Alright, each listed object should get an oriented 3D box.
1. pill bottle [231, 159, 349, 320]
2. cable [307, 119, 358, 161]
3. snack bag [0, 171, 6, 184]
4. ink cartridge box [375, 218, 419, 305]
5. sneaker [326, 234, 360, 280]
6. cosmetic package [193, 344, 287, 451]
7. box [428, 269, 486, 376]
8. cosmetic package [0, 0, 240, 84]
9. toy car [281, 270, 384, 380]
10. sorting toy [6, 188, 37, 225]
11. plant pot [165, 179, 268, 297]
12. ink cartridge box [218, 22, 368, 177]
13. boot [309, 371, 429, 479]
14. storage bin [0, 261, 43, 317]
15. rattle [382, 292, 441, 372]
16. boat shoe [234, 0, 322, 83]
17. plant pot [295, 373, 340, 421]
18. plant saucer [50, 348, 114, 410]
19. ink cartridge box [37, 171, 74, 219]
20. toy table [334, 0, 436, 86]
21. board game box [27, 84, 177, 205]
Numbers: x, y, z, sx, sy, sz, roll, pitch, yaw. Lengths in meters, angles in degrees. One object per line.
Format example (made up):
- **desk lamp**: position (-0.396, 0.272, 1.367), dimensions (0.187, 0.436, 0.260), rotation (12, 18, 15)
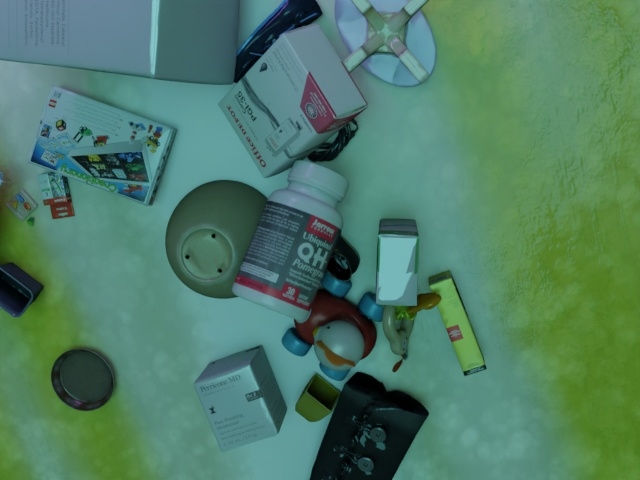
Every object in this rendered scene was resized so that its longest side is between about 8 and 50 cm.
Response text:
- **pill bottle**: position (-0.055, -0.002, 1.632), dimensions (0.176, 0.176, 0.319), rotation (21, 85, 2)
- **cable**: position (-0.014, -0.271, 1.733), dimensions (0.184, 0.047, 0.150), rotation (43, 111, 1)
- **snack bag**: position (-0.928, -0.062, 1.842), dimensions (0.342, 0.037, 0.323), rotation (21, 103, 20)
- **ink cartridge box**: position (0.170, 0.043, 1.684), dimensions (0.093, 0.212, 0.155), rotation (1, 101, 3)
- **sneaker**: position (0.000, 0.000, 1.743), dimensions (0.222, 0.118, 0.083), rotation (39, 103, -2)
- **cosmetic package**: position (-0.188, 0.376, 1.824), dimensions (0.151, 0.151, 0.184), rotation (-21, 98, 9)
- **box**: position (0.317, 0.191, 1.759), dimensions (0.058, 0.087, 0.232), rotation (-20, 99, 11)
- **cosmetic package**: position (-0.409, -0.505, 1.549), dimensions (0.393, 0.329, 0.328), rotation (10, 102, 19)
- **toy car**: position (0.026, 0.216, 1.722), dimensions (0.210, 0.238, 0.219), rotation (33, 103, 0)
- **sorting toy**: position (-0.729, -0.077, 1.872), dimensions (0.062, 0.012, 0.083), rotation (-41, 94, 12)
- **plant pot**: position (-0.237, 0.014, 1.739), dimensions (0.284, 0.191, 0.284), rotation (1, 102, 7)
- **ink cartridge box**: position (-0.064, -0.288, 1.613), dimensions (0.283, 0.117, 0.207), rotation (-33, 88, 48)
- **boot**: position (0.157, 0.586, 1.841), dimensions (0.366, 0.146, 0.445), rotation (21, 99, 1)
- **storage bin**: position (-0.761, 0.119, 1.875), dimensions (0.135, 0.091, 0.098), rotation (37, 103, -1)
- **rattle**: position (0.222, 0.212, 1.747), dimensions (0.142, 0.130, 0.200), rotation (-3, 100, 18)
- **boat shoe**: position (-0.103, -0.438, 1.676), dimensions (0.089, 0.109, 0.258), rotation (44, 105, -6)
- **plant pot**: position (-0.016, 0.393, 1.846), dimensions (0.081, 0.081, 0.083), rotation (39, 119, -2)
- **plant saucer**: position (-0.602, 0.352, 1.935), dimensions (0.168, 0.029, 0.169), rotation (1, 101, 7)
- **ink cartridge box**: position (-0.643, -0.110, 1.846), dimensions (0.062, 0.029, 0.115), rotation (-8, 99, 8)
- **toy table**: position (0.136, -0.444, 1.617), dimensions (0.274, 0.161, 0.252), rotation (37, 103, -2)
- **board game box**: position (-0.511, -0.222, 1.783), dimensions (0.305, 0.053, 0.193), rotation (20, 94, 3)
